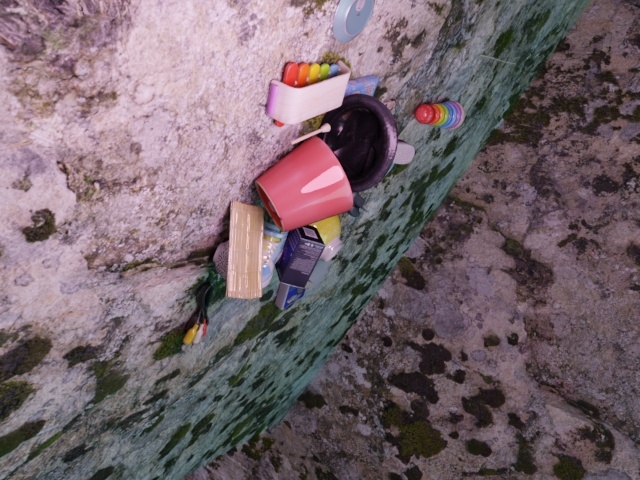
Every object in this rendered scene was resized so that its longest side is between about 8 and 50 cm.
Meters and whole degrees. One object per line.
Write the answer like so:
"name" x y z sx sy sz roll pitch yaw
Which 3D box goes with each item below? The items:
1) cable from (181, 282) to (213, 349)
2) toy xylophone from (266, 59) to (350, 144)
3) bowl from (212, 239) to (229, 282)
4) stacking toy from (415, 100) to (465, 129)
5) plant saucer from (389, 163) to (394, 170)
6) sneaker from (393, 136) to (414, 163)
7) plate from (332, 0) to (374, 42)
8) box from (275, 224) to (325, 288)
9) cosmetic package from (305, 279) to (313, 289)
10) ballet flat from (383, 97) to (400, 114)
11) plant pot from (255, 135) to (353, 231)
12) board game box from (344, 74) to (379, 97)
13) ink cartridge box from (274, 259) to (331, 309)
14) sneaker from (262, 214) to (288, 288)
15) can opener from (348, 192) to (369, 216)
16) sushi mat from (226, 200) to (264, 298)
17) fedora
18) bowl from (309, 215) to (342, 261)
"cable" -0.435 0.281 1.868 0.287 0.072 0.139 -60 162 22
"toy xylophone" -0.031 -0.424 1.510 0.323 0.081 0.236 -27 148 -46
"bowl" -0.315 0.055 1.693 0.170 0.080 0.170 -157 -90 -88
"stacking toy" 0.551 -0.596 2.351 0.331 0.141 0.141 -12 137 -47
"plant saucer" 0.288 -0.360 2.306 0.195 0.037 0.195 -42 158 -22
"sneaker" 0.234 -0.390 2.061 0.321 0.127 0.126 6 117 -36
"plate" 0.107 -0.669 1.465 0.188 0.024 0.188 -41 157 -22
"box" -0.084 0.054 1.916 0.108 0.153 0.207 17 112 -24
"cosmetic package" -0.084 0.184 2.260 0.041 0.060 0.115 -49 155 2
"ballet flat" 0.243 -0.506 1.966 0.188 0.070 0.070 -41 157 -28
"plant pot" -0.064 -0.166 1.633 0.243 0.274 0.274 -30 154 -12
"board game box" 0.119 -0.477 1.778 0.160 0.039 0.211 -29 151 -42
"ink cartridge box" -0.071 0.159 2.401 0.304 0.072 0.307 -28 147 -41
"sneaker" -0.197 0.018 1.769 0.319 0.127 0.208 -73 -178 -58
"can opener" 0.155 -0.167 2.305 0.095 0.076 0.283 -53 158 3
"sushi mat" -0.244 0.033 1.626 0.152 0.019 0.316 12 77 -53
"fedora" 0.148 -0.334 1.708 0.153 0.334 0.333 -23 145 -51
"bowl" 0.000 0.000 2.107 0.289 0.156 0.289 -45 166 -15
